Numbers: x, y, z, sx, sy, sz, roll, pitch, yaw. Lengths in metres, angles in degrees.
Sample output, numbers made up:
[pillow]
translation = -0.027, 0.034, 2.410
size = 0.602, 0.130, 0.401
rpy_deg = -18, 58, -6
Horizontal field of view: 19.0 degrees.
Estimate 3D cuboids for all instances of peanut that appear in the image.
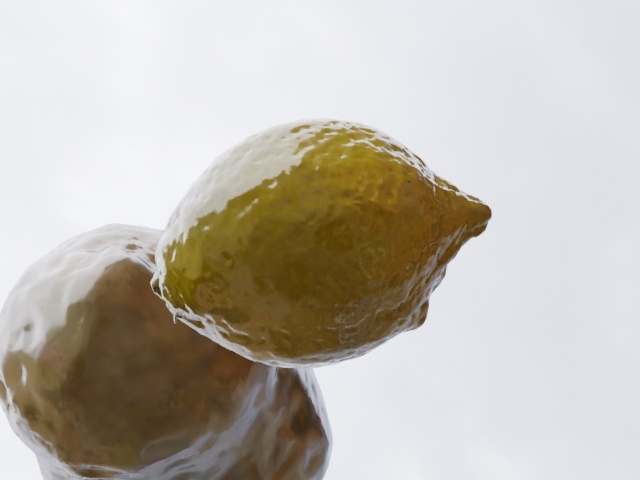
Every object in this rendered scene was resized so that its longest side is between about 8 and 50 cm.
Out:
[peanut]
translation = -0.069, 0.067, 0.818
size = 0.129, 0.129, 0.224
rpy_deg = -44, -30, -6

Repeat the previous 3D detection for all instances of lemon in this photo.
[lemon]
translation = 0.000, 0.000, 0.502
size = 0.092, 0.065, 0.065
rpy_deg = -11, -60, -2
